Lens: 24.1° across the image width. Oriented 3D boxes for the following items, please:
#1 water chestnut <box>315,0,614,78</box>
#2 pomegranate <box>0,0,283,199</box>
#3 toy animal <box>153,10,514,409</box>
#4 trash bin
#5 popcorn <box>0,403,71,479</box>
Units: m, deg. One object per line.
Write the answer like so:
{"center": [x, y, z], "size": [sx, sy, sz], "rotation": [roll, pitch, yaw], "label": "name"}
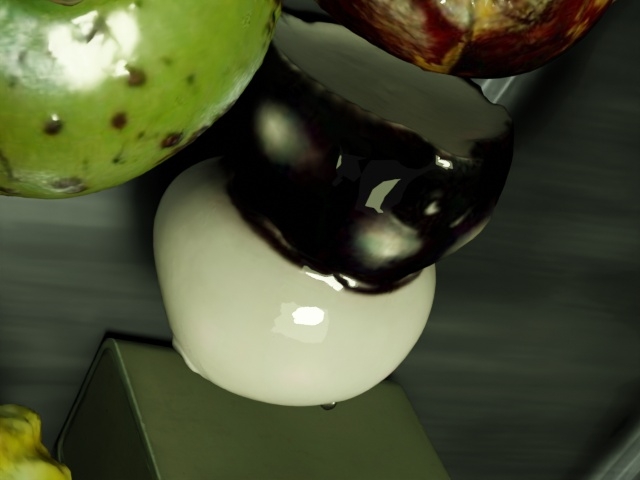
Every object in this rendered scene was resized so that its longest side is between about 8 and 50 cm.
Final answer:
{"center": [0.068, -0.202, 0.770], "size": [0.224, 0.238, 0.224], "rotation": [-47, 168, -14], "label": "water chestnut"}
{"center": [-0.122, -0.158, 0.671], "size": [0.242, 0.242, 0.306], "rotation": [-11, 161, -14], "label": "pomegranate"}
{"center": [-0.001, -0.008, 0.918], "size": [0.187, 0.165, 0.235], "rotation": [11, 125, -27], "label": "toy animal"}
{"center": [-0.041, 0.172, 1.050], "size": [0.240, 0.164, 0.122], "rotation": [9, 124, -29], "label": "trash bin"}
{"center": [-0.300, 0.196, 0.861], "size": [0.321, 0.290, 0.326], "rotation": [-53, 164, -5], "label": "popcorn"}
